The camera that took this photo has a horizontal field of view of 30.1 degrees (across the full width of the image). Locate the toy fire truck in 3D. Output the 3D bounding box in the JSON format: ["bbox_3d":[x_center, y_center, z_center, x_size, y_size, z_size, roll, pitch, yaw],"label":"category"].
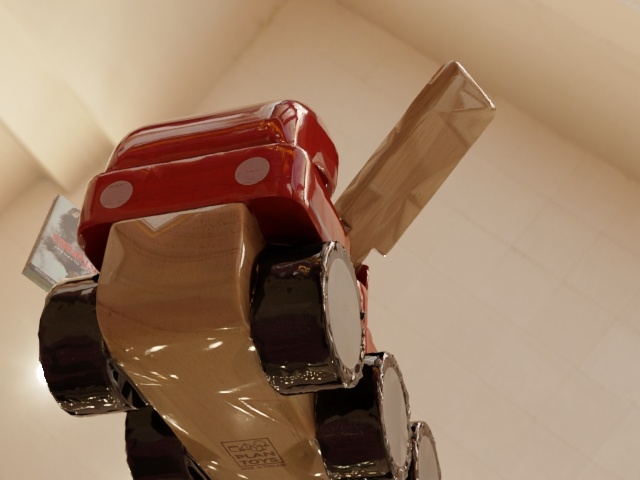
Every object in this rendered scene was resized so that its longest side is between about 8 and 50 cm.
[{"bbox_3d":[0.000,0.000,0.567,0.158,0.217,0.246,-9,-130,16],"label":"toy fire truck"}]

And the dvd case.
[{"bbox_3d":[-0.223,0.018,1.095,0.013,0.087,0.119,-38,-156,27],"label":"dvd case"}]
